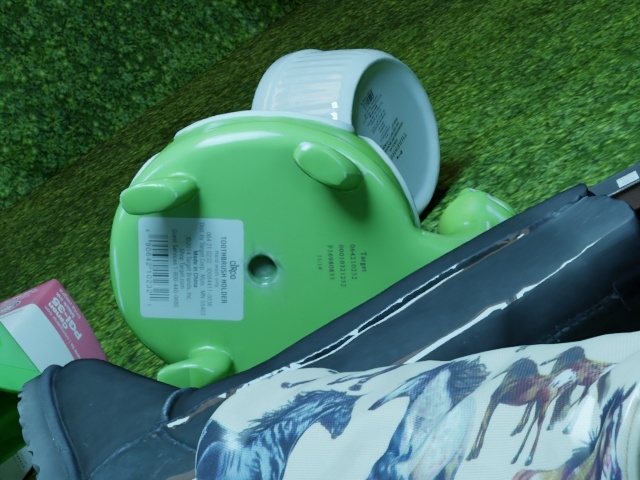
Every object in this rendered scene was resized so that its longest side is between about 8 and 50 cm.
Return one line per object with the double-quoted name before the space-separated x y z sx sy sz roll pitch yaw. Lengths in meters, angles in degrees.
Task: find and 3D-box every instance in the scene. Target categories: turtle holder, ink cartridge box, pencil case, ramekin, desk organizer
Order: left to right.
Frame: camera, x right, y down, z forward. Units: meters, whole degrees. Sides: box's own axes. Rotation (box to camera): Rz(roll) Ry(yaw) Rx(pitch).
"ink cartridge box" -0.362 0.174 1.920 0.207 0.117 0.283 -23 15 22
"turtle holder" -0.014 -0.013 1.632 0.320 0.243 0.227 -28 12 11
"ramekin" 0.032 -0.095 1.936 0.109 0.207 0.207 -8 24 36
"pencil case" 0.092 0.139 1.029 0.183 0.160 0.410 -37 16 -33
"desk organizer" 0.228 -0.015 1.550 0.130 0.050 0.047 -27 14 7

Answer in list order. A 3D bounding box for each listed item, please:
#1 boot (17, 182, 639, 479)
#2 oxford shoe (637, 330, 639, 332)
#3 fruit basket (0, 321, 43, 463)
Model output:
"boot" 0.009 0.087 1.407 0.445 0.146 0.367 -33 23 0
"oxford shoe" 0.226 0.077 1.198 0.212 0.076 0.076 -29 -29 -44
"fruit basket" -0.408 0.232 1.624 0.392 0.392 0.283 -22 -22 26
